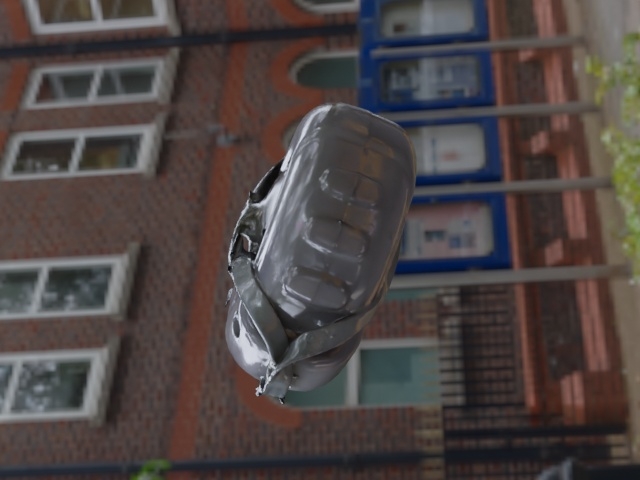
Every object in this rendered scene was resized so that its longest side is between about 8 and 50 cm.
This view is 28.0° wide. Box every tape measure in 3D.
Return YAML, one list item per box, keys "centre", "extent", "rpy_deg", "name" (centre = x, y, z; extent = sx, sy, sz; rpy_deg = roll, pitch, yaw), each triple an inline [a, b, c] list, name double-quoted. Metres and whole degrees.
- centre: [0.000, 0.000, 0.914]
  extent: [0.236, 0.120, 0.197]
  rpy_deg: [-93, 24, -76]
  name: "tape measure"
